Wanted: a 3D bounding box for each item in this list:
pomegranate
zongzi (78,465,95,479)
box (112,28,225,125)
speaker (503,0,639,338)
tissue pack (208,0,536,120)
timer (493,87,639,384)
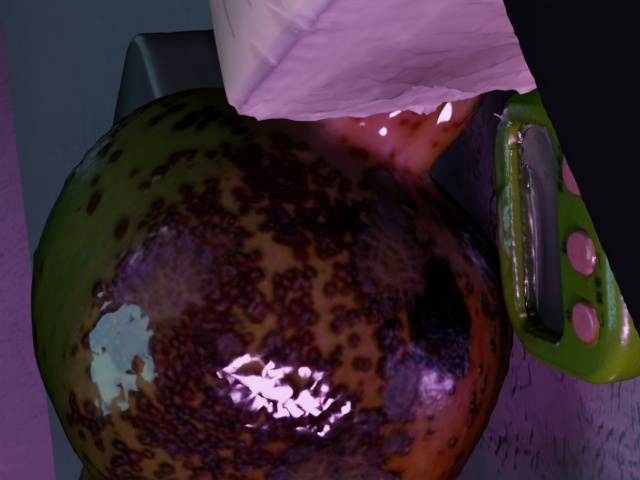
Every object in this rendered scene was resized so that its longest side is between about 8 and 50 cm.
[{"bbox_3d":[0.000,0.000,1.028,0.340,0.285,0.285,-60,28,11],"label":"pomegranate"},{"bbox_3d":[-0.101,0.235,1.075,0.467,0.218,0.500,11,-121,-62],"label":"zongzi"},{"bbox_3d":[-0.099,0.079,1.557,0.396,0.111,0.396,110,146,-53],"label":"box"},{"bbox_3d":[0.181,-0.056,0.489,0.232,0.184,0.254,107,152,-53],"label":"speaker"},{"bbox_3d":[0.046,-0.267,0.787,0.297,0.207,0.380,147,114,-68],"label":"tissue pack"},{"bbox_3d":[0.126,-0.005,0.912,0.128,0.047,0.140,-158,62,-69],"label":"timer"}]
